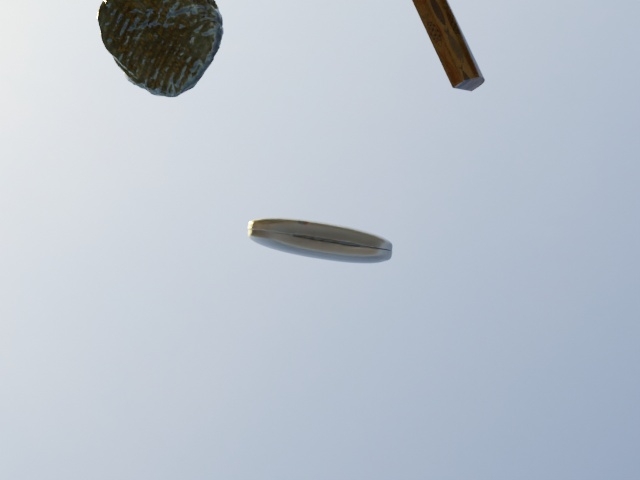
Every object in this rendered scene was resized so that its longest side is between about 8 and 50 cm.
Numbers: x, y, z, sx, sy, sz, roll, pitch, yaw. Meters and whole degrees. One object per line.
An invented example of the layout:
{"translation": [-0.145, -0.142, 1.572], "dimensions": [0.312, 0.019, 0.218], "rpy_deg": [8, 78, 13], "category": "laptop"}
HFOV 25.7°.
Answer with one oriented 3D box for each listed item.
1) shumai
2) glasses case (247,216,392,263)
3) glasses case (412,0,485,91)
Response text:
{"translation": [-0.203, -0.287, 1.939], "dimensions": [0.184, 0.184, 0.142], "rpy_deg": [-23, -168, 24], "category": "shumai"}
{"translation": [0.000, 0.000, 1.937], "dimensions": [0.081, 0.204, 0.051], "rpy_deg": [-175, -86, -76], "category": "glasses case"}
{"translation": [0.200, -0.316, 2.183], "dimensions": [0.041, 0.169, 0.065], "rpy_deg": [-31, 164, 30], "category": "glasses case"}
